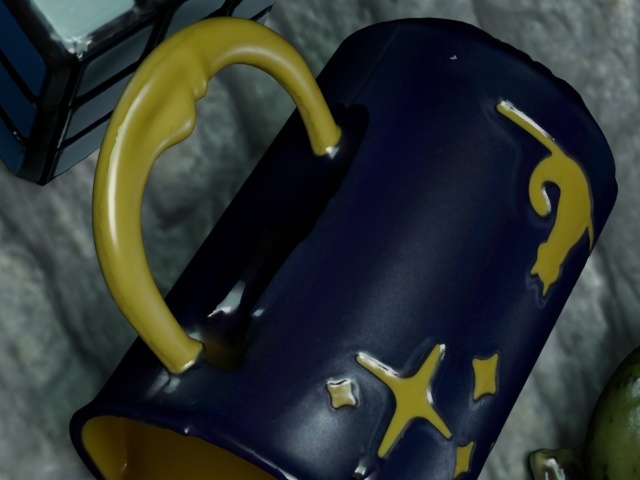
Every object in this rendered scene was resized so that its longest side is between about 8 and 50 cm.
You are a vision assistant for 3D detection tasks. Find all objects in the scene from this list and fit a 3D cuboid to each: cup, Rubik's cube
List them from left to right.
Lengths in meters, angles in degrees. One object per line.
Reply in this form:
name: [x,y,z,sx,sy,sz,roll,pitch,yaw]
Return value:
Rubik's cube: [-0.121,-0.151,0.836,0.163,0.160,0.162,-37,85,-24]
cup: [0.019,0.011,0.774,0.178,0.255,0.256,23,64,16]

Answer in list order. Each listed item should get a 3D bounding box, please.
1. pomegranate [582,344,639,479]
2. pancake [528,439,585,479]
pomegranate: [0.214,0.114,0.839,0.163,0.125,0.138,25,54,-8]
pancake: [0.204,0.128,0.910,0.190,0.020,0.184,20,68,-10]
